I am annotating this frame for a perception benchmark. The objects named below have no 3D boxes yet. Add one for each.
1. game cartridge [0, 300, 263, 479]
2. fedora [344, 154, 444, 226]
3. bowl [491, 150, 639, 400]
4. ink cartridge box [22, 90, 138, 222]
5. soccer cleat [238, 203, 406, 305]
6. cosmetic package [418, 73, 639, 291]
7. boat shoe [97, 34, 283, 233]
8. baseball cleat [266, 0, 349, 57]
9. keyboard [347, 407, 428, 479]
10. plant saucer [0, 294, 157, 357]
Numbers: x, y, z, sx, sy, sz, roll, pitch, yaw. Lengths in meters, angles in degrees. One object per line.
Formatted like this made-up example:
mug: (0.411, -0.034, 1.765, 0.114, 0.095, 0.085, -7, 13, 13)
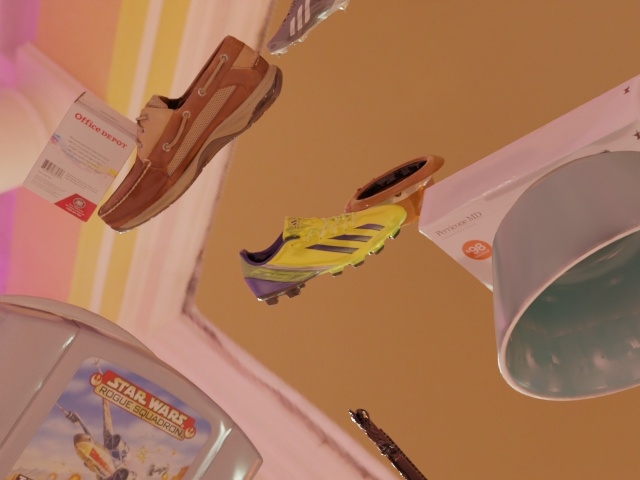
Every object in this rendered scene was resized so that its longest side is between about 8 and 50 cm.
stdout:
game cartridge: (-0.190, 0.183, 0.755, 0.297, 0.198, 0.062, 39, -8, -33)
fedora: (0.137, -0.074, 1.559, 0.194, 0.194, 0.079, -17, -71, 43)
bowl: (0.315, 0.021, 0.992, 0.311, 0.312, 0.163, -61, -146, 39)
ink cartridge box: (-0.411, -0.149, 1.585, 0.128, 0.127, 0.176, 33, -77, -15)
soccer cleat: (-0.001, 0.000, 1.469, 0.289, 0.093, 0.121, -27, -83, 11)
cosmetic package: (0.376, -0.038, 1.306, 0.284, 0.097, 0.377, 39, -45, -24)
boat shoe: (-0.200, -0.154, 1.268, 0.324, 0.122, 0.120, -44, -69, 5)
baseball cleat: (-0.029, -0.401, 1.522, 0.206, 0.072, 0.109, -32, -68, 25)
keyboard: (0.141, 0.386, 1.584, 0.201, 0.033, 0.317, 49, -6, -21)
plant saucer: (-0.313, 0.253, 0.905, 0.400, 0.400, 0.100, 53, -35, 7)
